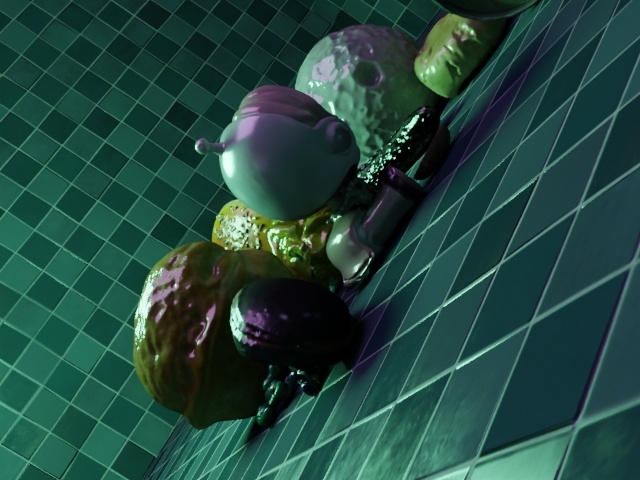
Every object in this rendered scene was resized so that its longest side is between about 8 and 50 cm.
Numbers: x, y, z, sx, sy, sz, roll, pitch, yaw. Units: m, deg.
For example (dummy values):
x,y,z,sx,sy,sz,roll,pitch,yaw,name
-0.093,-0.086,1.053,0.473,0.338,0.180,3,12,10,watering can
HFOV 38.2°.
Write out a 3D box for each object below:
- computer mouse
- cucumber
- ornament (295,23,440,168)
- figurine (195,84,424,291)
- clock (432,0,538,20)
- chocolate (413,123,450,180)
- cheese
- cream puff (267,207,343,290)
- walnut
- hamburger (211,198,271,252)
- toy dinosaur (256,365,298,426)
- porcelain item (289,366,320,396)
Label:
x,y,z,sx,sy,sz,roll,pitch,yaw,name
-0.043,0.113,1.372,0.323,0.183,0.116,-157,76,-84,computer mouse
0.165,-0.184,1.878,0.303,0.081,0.072,-43,57,53,cucumber
0.097,-0.328,2.089,0.337,0.337,0.337,-56,5,7,ornament
-0.015,-0.110,1.577,0.253,0.361,0.211,-47,-1,42,figurine
0.292,-0.518,1.624,0.280,0.281,0.055,-52,13,42,clock
0.196,-0.146,1.576,0.100,0.031,0.064,-58,-6,-21,chocolate
0.290,-0.402,1.882,0.214,0.117,0.226,-50,13,28,cheese
-0.004,-0.004,1.829,0.194,0.195,0.221,-55,10,20,cream puff
-0.193,0.177,1.706,0.306,0.306,0.343,157,121,-81,walnut
-0.125,0.030,2.144,0.176,0.300,0.300,-41,-5,-36,hamburger
-0.075,0.257,1.526,0.132,0.059,0.096,114,178,-65,toy dinosaur
-0.036,0.189,1.403,0.021,0.075,0.136,-59,5,11,porcelain item
